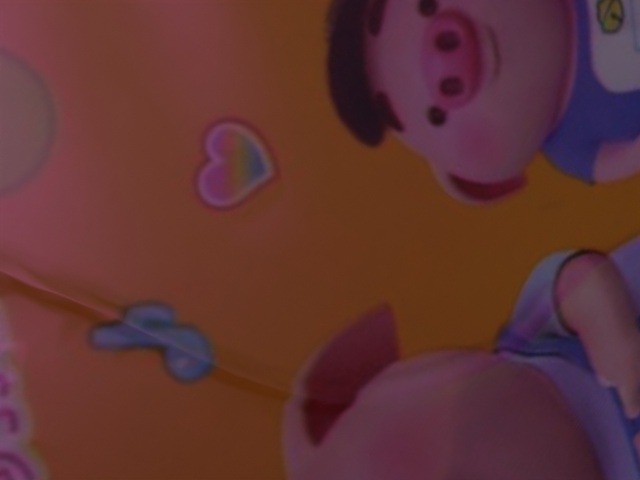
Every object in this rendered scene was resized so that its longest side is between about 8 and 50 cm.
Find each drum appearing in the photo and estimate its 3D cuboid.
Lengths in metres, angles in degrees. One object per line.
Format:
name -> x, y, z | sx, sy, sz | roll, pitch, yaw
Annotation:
drum -> 0.000, 0.000, 0.462 | 0.431, 0.214, 0.431 | -5, 101, -26
